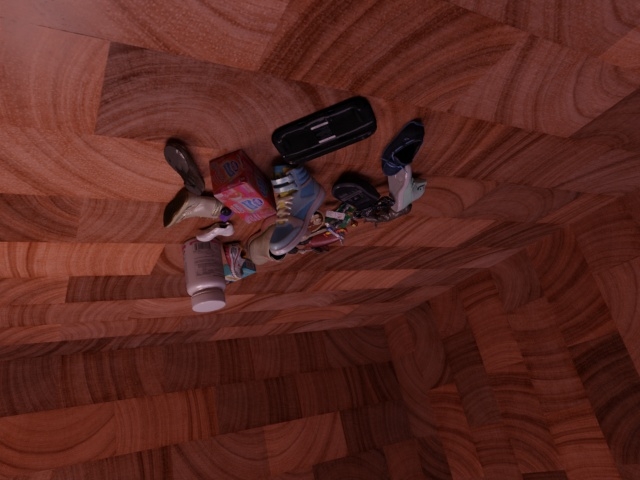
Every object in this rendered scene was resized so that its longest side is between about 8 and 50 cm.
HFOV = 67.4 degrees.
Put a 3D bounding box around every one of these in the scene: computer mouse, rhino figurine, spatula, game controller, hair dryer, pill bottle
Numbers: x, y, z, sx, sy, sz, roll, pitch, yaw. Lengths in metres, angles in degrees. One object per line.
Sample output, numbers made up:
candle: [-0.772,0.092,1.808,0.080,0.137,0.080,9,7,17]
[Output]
computer mouse: [0.142,-0.179,1.839,0.188,0.072,0.272,-21,149,34]
rhino figurine: [0.289,-0.119,2.085,0.243,0.073,0.106,-26,152,31]
spatula: [-0.325,-0.102,1.681,0.084,0.030,0.296,-48,-173,-3]
game controller: [0.013,-0.331,1.470,0.318,0.067,0.166,-19,142,13]
hair dryer: [0.000,0.000,2.222,0.223,0.080,0.293,-1,168,-40]
pill bottle: [-0.479,0.141,1.987,0.160,0.283,0.160,-11,158,-5]

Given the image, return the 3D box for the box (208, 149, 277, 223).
box: [-0.249,-0.171,1.588,0.122,0.128,0.257,-18,157,11]

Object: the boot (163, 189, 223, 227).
boot: [-0.454,-0.101,1.710,0.165,0.077,0.213,4,151,-41]

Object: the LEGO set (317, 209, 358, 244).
LEGO set: [0.027,-0.060,1.991,0.244,0.060,0.182,10,153,-1]

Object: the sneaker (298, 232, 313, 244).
sneaker: [-0.094,-0.117,1.835,0.110,0.121,0.300,-11,138,-12]

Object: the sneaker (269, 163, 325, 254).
sneaker: [-0.120,-0.124,1.585,0.127,0.319,0.208,-2,139,38]

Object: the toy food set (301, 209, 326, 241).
toy food set: [-0.044,-0.063,1.790,0.132,0.039,0.192,-22,139,1]

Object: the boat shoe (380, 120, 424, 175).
boat shoe: [0.269,-0.293,1.630,0.108,0.089,0.258,3,151,-10]

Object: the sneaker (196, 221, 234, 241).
sneaker: [-0.422,-0.041,1.906,0.152,0.054,0.061,-16,149,-10]

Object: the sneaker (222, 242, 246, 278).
sneaker: [-0.371,0.094,2.159,0.092,0.088,0.225,-17,145,-10]

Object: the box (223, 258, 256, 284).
box: [-0.442,0.161,2.346,0.244,0.060,0.100,-24,155,24]

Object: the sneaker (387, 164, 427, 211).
sneaker: [0.342,-0.237,1.845,0.151,0.094,0.256,-31,148,-19]

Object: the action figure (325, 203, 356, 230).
action figure: [0.106,-0.111,2.023,0.137,0.064,0.232,6,147,-33]

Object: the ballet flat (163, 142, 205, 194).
ballet flat: [-0.409,-0.226,1.475,0.084,0.058,0.250,19,157,16]

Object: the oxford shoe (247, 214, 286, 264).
oxford shoe: [-0.224,0.037,2.063,0.140,0.147,0.397,-4,156,-23]
